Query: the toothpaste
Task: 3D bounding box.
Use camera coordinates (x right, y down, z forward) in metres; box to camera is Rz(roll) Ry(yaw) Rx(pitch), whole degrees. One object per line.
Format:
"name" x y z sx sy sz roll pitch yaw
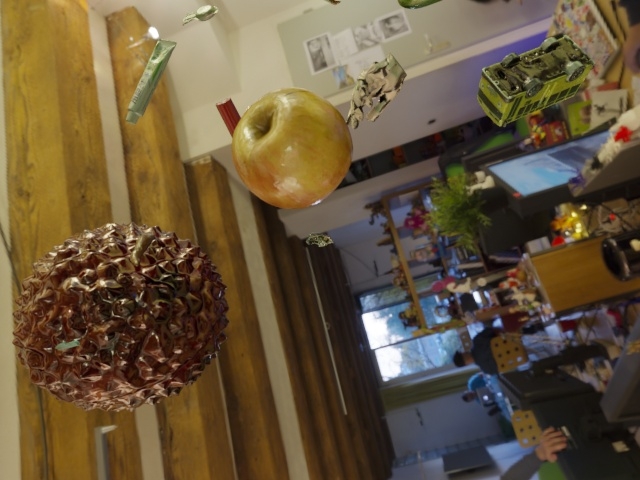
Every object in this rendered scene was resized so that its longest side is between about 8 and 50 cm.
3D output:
"toothpaste" -0.547 -0.510 1.436 0.297 0.074 0.048 -68 -19 -6

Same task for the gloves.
"gloves" 0.138 -0.407 1.245 0.111 0.212 0.127 55 -157 5

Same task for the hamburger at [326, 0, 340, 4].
"hamburger" 0.079 -0.768 1.253 0.125 0.235 0.214 58 -144 -10

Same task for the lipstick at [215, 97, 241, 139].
"lipstick" -0.309 -0.408 1.730 0.073 0.073 0.280 -93 -19 -58

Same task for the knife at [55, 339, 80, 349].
"knife" -0.408 0.168 0.720 0.014 0.091 0.005 51 -136 -20

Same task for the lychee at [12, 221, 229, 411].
"lychee" -0.448 0.162 1.000 0.424 0.500 0.425 -1 -90 -76

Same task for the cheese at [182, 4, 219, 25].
"cheese" -0.364 -0.688 1.364 0.026 0.120 0.067 61 -150 -51

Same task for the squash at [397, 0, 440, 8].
"squash" 0.319 -0.618 1.036 0.082 0.292 0.082 -18 -90 -78

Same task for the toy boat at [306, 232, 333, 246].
"toy boat" 0.000 0.000 1.187 0.083 0.038 0.038 3 -117 -34

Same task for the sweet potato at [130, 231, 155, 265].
"sweet potato" -0.312 0.013 0.780 0.115 0.026 0.026 -95 -15 -60

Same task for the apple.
"apple" -0.061 -0.210 1.031 0.233 0.286 0.286 31 -143 -43

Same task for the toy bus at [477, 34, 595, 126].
"toy bus" 0.368 -0.275 0.787 0.101 0.175 0.088 82 163 -65
